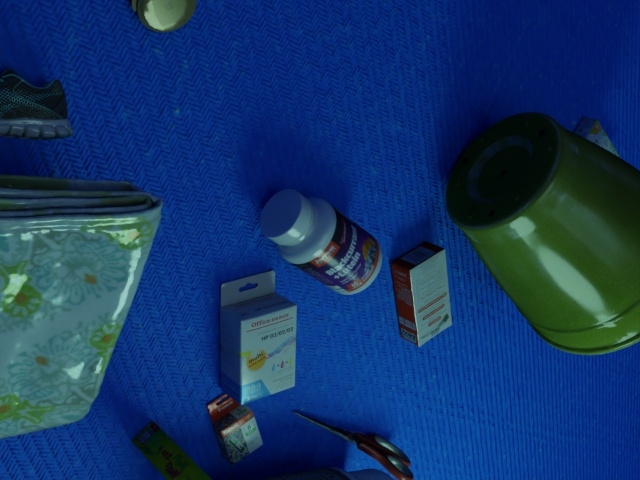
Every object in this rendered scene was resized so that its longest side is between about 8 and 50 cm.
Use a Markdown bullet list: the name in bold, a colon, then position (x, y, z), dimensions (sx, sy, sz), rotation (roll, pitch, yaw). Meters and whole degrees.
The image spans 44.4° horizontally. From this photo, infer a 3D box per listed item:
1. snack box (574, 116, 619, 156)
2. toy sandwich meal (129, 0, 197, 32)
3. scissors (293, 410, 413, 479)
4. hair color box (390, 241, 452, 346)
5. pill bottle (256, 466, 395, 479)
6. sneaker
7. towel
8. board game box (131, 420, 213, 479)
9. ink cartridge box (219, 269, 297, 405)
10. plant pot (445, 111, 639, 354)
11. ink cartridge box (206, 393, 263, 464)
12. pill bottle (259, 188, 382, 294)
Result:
- **snack box**: position (0.568, -0.178, 1.646), dimensions (0.141, 0.037, 0.100), rotation (38, 80, -43)
- **toy sandwich meal**: position (-0.192, -0.292, 0.953), dimensions (0.085, 0.029, 0.085), rotation (-23, 144, -18)
- **scissors**: position (0.058, 0.358, 1.431), dimensions (0.297, 0.109, 0.021), rotation (34, 103, -20)
- **hair color box**: position (0.185, 0.097, 1.422), dimensions (0.093, 0.053, 0.167), rotation (-28, 122, -31)
- **pill bottle**: position (-0.030, 0.487, 1.292), dimensions (0.361, 0.204, 0.204), rotation (3, 105, -41)
- **sneaker**: position (-0.357, -0.153, 0.867), dimensions (0.166, 0.065, 0.076), rotation (-2, 92, -43)
- **towel**: position (-0.366, 0.090, 0.857), dimensions (0.320, 0.090, 0.374), rotation (1, 126, -41)
- **board game box**: position (-0.190, 0.338, 1.111), dimensions (0.043, 0.181, 0.092), rotation (-42, 129, -19)
- **ink cartridge box**: position (-0.095, 0.147, 1.198), dimensions (0.104, 0.061, 0.181), rotation (-14, 115, -36)
- **plant pot**: position (0.420, -0.036, 1.397), dimensions (0.353, 0.366, 0.366), rotation (35, 83, -32)
- **ink cartridge box**: position (-0.135, 0.294, 1.245), dimensions (0.063, 0.029, 0.115), rotation (-30, 125, -27)
- **pill bottle**: position (0.000, 0.000, 1.188), dimensions (0.193, 0.108, 0.108), rotation (34, 84, -43)
